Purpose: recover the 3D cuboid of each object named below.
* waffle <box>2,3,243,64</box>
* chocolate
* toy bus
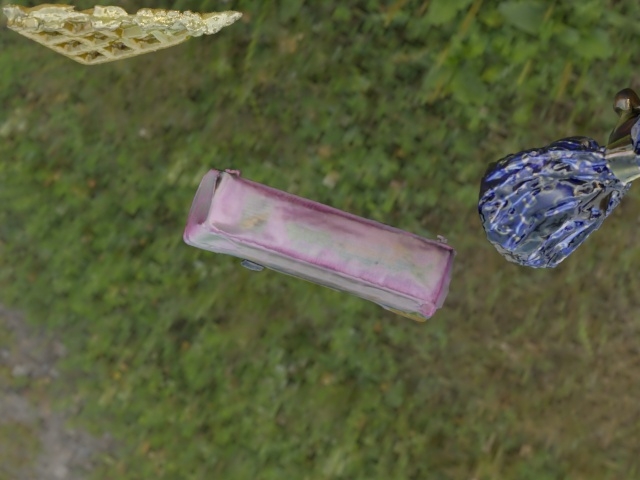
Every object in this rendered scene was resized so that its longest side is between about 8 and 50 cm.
[{"bbox_3d":[-0.184,-0.207,1.509,0.191,0.032,0.125,-10,157,36],"label":"waffle"},{"bbox_3d":[0.307,-0.081,1.527,0.343,0.148,0.126,-22,150,38],"label":"chocolate"},{"bbox_3d":[0.000,0.001,1.685,0.274,0.090,0.112,18,171,-5],"label":"toy bus"}]
